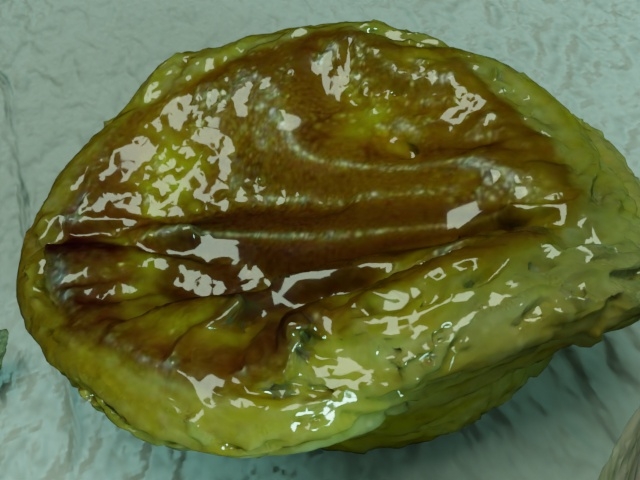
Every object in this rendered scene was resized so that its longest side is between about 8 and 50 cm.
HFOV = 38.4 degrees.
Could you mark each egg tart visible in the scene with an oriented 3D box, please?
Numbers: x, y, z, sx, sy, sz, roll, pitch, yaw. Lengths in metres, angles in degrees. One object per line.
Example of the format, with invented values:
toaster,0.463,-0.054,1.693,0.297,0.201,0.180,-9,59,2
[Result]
egg tart,0.000,0.000,0.558,0.351,0.153,0.339,-24,47,-12

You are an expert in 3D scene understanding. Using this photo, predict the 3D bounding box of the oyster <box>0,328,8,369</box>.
oyster,-0.231,0.092,0.574,0.083,0.080,0.038,-44,73,12

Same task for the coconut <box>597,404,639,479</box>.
coconut,0.239,0.130,0.305,0.297,0.297,0.255,-7,58,3
